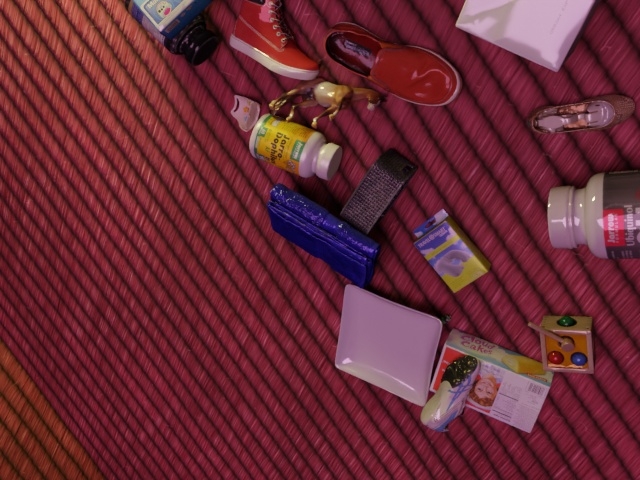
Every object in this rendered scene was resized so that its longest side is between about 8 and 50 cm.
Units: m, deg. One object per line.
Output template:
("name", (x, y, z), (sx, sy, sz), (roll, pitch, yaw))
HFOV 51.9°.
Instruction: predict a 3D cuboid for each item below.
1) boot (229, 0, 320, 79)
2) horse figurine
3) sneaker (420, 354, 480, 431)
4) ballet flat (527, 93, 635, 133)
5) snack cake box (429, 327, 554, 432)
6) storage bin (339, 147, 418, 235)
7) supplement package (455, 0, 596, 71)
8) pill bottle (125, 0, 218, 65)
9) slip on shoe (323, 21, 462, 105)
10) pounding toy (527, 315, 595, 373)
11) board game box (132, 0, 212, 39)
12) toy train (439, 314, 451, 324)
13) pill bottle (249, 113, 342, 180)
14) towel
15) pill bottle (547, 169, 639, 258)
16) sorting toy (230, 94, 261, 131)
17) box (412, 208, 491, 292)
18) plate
("boot", (-0.089, -0.490, 1.521), (0.244, 0.088, 0.176), (32, 121, 15))
("horse figurine", (-0.002, -0.324, 1.522), (0.263, 0.174, 0.066), (16, 137, 35))
("sneaker", (0.328, 0.371, 1.596), (0.086, 0.085, 0.237), (19, 120, -12))
("ballet flat", (0.523, -0.247, 1.330), (0.206, 0.067, 0.073), (-7, 108, 29))
("snack cake box", (0.422, 0.345, 1.630), (0.264, 0.089, 0.152), (21, 121, 17))
("storage bin", (0.137, -0.115, 1.548), (0.084, 0.122, 0.180), (38, 123, 6))
("supplement package", (0.400, -0.452, 1.184), (0.198, 0.262, 0.199), (29, 121, 13))
("pill bottle", (-0.359, -0.536, 1.610), (0.219, 0.123, 0.123), (43, 123, 2))
("slip on shoe", (0.149, -0.382, 1.439), (0.331, 0.101, 0.123), (28, 120, 11))
("pounding toy", (0.554, 0.230, 1.506), (0.130, 0.100, 0.141), (-2, 111, 27))
("board game box", (-0.339, -0.678, 1.487), (0.308, 0.086, 0.302), (-40, 90, 8))
("toy train", (0.298, 0.214, 1.672), (0.083, 0.023, 0.017), (-39, 91, 34))
("pill bottle", (-0.058, -0.222, 1.601), (0.208, 0.117, 0.118), (24, 120, 15))
("towel", (0.000, 0.000, 1.633), (0.308, 0.076, 0.228), (33, 158, 13))
("pill bottle", (0.625, -0.052, 1.298), (0.318, 0.176, 0.176), (-2, 111, 29))
("sorting toy", (-0.195, -0.332, 1.669), (0.075, 0.045, 0.083), (31, 123, 20))
("box", (0.309, 0.025, 1.573), (0.109, 0.042, 0.178), (-39, 92, 33))
("plate", (0.178, 0.268, 1.729), (0.277, 0.045, 0.278), (20, 121, 26))
